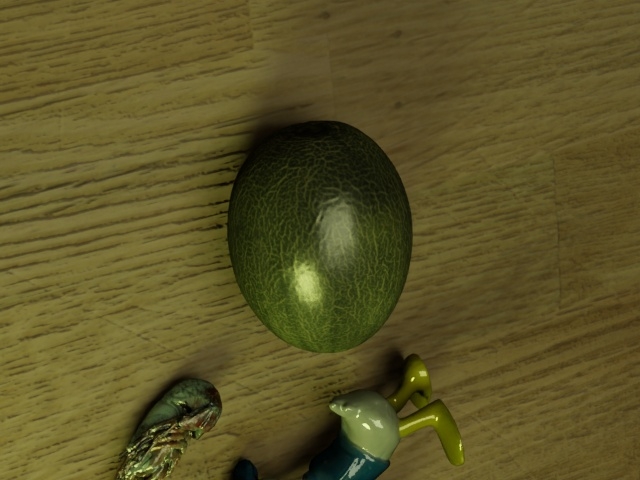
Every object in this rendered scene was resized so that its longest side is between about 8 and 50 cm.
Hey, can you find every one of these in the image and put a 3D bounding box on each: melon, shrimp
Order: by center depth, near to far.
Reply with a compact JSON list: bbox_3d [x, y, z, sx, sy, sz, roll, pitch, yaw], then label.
[{"bbox_3d":[0.000,0.000,2.054,0.237,0.237,0.301,-18,115,-28],"label":"melon"},{"bbox_3d":[-0.216,0.277,2.090,0.233,0.079,0.090,-51,161,-8],"label":"shrimp"}]

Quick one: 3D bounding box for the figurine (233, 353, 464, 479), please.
[{"bbox_3d":[0.013,0.335,2.228,0.338,0.204,0.283,-12,116,-17],"label":"figurine"}]
